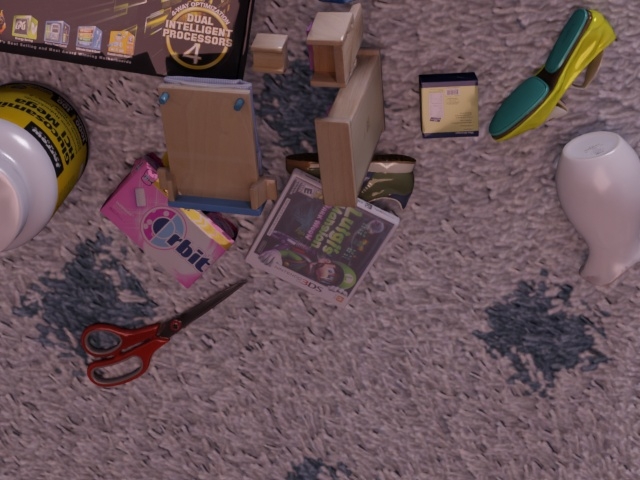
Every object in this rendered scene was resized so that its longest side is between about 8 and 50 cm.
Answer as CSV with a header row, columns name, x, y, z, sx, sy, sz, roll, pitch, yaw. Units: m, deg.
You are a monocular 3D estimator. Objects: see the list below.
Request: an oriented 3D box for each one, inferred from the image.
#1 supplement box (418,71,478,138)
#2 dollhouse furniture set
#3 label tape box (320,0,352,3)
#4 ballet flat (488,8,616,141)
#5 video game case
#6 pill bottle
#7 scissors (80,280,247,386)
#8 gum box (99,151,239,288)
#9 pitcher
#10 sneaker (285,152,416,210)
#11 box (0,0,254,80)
name,x,y,z,sx,sy,sz,roll,pitch,yaw
supplement box,0.185,-0.195,1.839,0.083,0.056,0.083,-2,109,3
dollhouse furniture set,-0.084,-0.205,1.755,0.303,0.198,0.286,4,128,13
label tape box,0.119,-0.486,1.696,0.334,0.106,0.240,-25,108,-15
ballet flat,0.338,-0.222,1.821,0.077,0.077,0.231,29,107,-26
video game case,0.000,0.000,1.902,0.173,0.022,0.190,26,127,-7
pill bottle,-0.437,-0.096,1.747,0.188,0.334,0.188,0,110,1
scissors,-0.237,0.148,1.997,0.297,0.021,0.109,-18,106,7
gum box,-0.229,-0.033,1.906,0.188,0.062,0.107,42,105,-12
pitcher,0.437,-0.061,1.857,0.178,0.125,0.207,-26,119,-11
sneaker,0.044,-0.081,1.879,0.192,0.064,0.086,1,107,0
box,-0.277,-0.396,1.754,0.395,0.097,0.318,9,107,-6
